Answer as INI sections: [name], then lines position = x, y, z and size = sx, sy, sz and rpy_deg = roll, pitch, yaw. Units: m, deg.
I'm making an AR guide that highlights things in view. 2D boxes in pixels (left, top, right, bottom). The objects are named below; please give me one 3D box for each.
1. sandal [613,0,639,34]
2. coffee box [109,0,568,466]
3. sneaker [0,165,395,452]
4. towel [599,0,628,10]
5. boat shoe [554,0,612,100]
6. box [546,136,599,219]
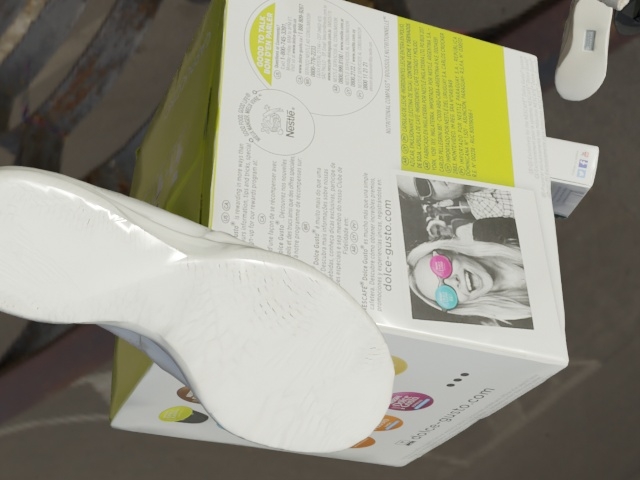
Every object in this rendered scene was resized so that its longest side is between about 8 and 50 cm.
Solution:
[sandal]
position = 0.493, -0.342, 1.640
size = 0.179, 0.040, 0.067
rpy_deg = -26, 123, 34
[coffee box]
position = 0.000, 0.000, 1.143
size = 0.335, 0.338, 0.337
rpy_deg = 12, 150, -19
[sneaker]
position = -0.063, 0.020, 0.513
size = 0.212, 0.094, 0.080
rpy_deg = 30, 93, -21
[towel]
position = 0.282, -0.399, 1.188
size = 0.187, 0.049, 0.282
rpy_deg = 38, 136, 25
[boat shoe]
position = 0.344, -0.266, 1.521
size = 0.066, 0.063, 0.184
rpy_deg = 4, 139, 12
[box]
position = 0.175, -0.099, 1.484
size = 0.322, 0.058, 0.232
rpy_deg = 13, 172, 7
